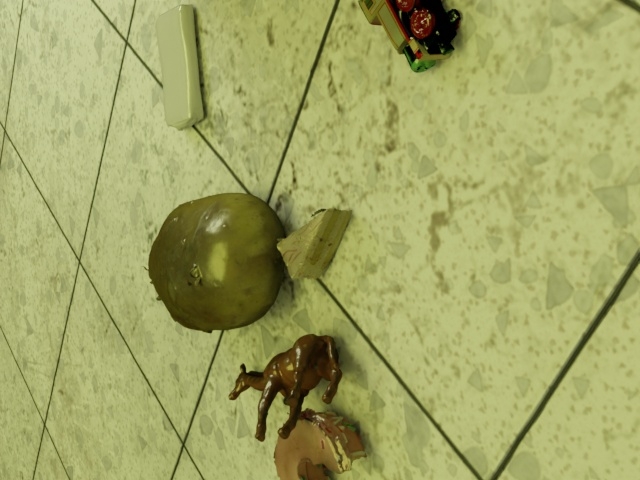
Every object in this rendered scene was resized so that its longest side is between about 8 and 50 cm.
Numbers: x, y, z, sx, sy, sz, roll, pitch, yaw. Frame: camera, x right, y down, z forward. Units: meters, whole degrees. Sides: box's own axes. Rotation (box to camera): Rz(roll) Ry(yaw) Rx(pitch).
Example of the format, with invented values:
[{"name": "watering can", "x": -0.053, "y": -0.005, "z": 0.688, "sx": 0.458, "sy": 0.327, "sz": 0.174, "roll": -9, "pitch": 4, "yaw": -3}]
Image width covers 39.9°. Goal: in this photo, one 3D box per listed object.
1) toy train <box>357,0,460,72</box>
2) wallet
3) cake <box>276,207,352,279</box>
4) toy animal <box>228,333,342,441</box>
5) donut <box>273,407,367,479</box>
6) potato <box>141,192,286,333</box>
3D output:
[{"name": "toy train", "x": 0.095, "y": -0.242, "z": 0.944, "sx": 0.087, "sy": 0.050, "sz": 0.138, "roll": -50, "pitch": 58, "yaw": 50}, {"name": "wallet", "x": -0.219, "y": -0.266, "z": 1.370, "sx": 0.095, "sy": 0.033, "sz": 0.189, "roll": -3, "pitch": 93, "yaw": 55}, {"name": "cake", "x": 0.000, "y": 0.000, "z": 1.108, "sx": 0.121, "sy": 0.052, "sz": 0.065, "roll": -39, "pitch": 59, "yaw": 48}, {"name": "toy animal", "x": -0.057, "y": 0.192, "z": 1.173, "sx": 0.224, "sy": 0.066, "sz": 0.229, "roll": -45, "pitch": 18, "yaw": 20}, {"name": "donut", "x": -0.007, "y": 0.272, "z": 1.146, "sx": 0.166, "sy": 0.065, "sz": 0.117, "roll": -49, "pitch": 59, "yaw": 43}, {"name": "potato", "x": -0.159, "y": 0.035, "z": 1.251, "sx": 0.296, "sy": 0.141, "sz": 0.191, "roll": -15, "pitch": 81, "yaw": 55}]
